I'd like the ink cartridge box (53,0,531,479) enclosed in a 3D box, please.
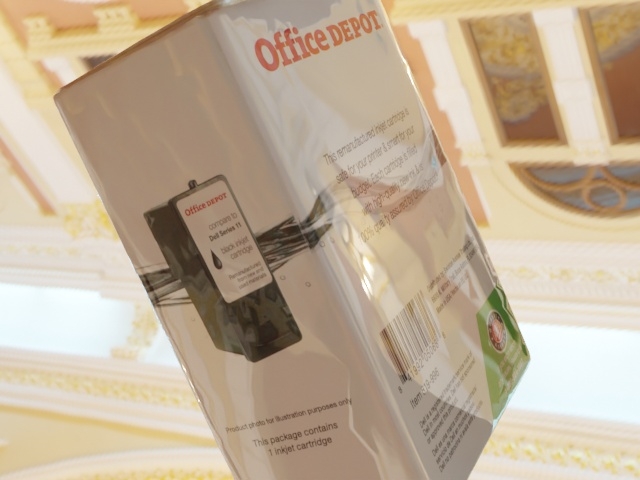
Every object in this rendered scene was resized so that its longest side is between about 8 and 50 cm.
[{"bbox_3d":[0.000,0.000,0.438,0.087,0.208,0.153,-19,-171,30],"label":"ink cartridge box"}]
